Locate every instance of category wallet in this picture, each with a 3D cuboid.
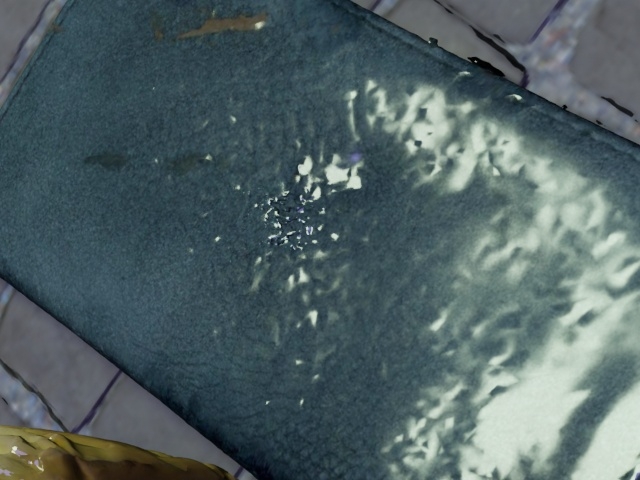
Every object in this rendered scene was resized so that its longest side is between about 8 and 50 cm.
[{"bbox_3d":[0.000,0.000,0.691,0.379,0.046,0.190,32,91,39],"label":"wallet"}]

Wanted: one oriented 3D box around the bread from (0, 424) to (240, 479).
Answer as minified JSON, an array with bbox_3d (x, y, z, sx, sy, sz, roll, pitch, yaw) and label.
[{"bbox_3d":[-0.096,0.204,0.615,0.119,0.152,0.288,-16,68,39],"label":"bread"}]
